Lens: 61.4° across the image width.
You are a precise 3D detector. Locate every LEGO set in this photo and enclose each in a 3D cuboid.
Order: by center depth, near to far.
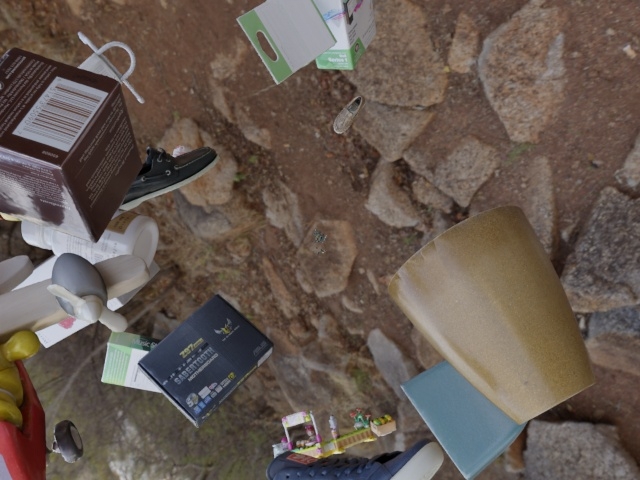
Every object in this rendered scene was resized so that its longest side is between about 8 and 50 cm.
[{"bbox_3d":[0.019,0.421,1.212,0.132,0.287,0.107,47,-156,-73],"label":"LEGO set"},{"bbox_3d":[-0.002,0.002,1.716,0.054,0.023,0.083,-1,86,25],"label":"LEGO set"}]

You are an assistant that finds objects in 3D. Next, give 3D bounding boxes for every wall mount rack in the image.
[{"bbox_3d":[-0.698,-0.449,1.660,0.130,0.350,0.304,41,172,41],"label":"wall mount rack"}]

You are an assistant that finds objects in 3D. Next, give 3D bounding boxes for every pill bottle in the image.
[{"bbox_3d":[-0.454,-0.012,1.067,0.230,0.131,0.131,15,137,5],"label":"pill bottle"}]

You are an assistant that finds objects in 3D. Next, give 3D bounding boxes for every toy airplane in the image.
[{"bbox_3d":[-0.472,0.134,0.711,0.385,0.385,0.272,15,149,5],"label":"toy airplane"}]

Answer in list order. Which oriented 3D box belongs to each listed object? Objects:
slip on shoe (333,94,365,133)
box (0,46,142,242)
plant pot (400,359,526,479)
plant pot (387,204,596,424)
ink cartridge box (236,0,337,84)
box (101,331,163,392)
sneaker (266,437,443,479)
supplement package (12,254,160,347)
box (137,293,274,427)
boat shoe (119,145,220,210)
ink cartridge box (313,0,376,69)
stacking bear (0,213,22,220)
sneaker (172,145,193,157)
[{"bbox_3d":[0.089,-0.392,1.668,0.051,0.135,0.041,44,-171,4],"label":"slip on shoe"},{"bbox_3d":[-0.388,-0.132,0.792,0.167,0.168,0.203,18,149,1],"label":"box"},{"bbox_3d":[0.382,0.399,1.312,0.247,0.252,0.247,54,180,29],"label":"plant pot"},{"bbox_3d":[0.262,0.122,0.779,0.254,0.237,0.237,61,153,25],"label":"plant pot"},{"bbox_3d":[-0.084,-0.488,1.278,0.056,0.235,0.171,-6,123,54],"label":"ink cartridge box"},{"bbox_3d":[-0.515,0.400,1.712,0.058,0.322,0.232,-92,22,-45],"label":"box"},{"bbox_3d":[0.010,0.352,0.778,0.350,0.131,0.148,-41,61,18],"label":"sneaker"},{"bbox_3d":[-0.576,0.100,1.295,0.293,0.175,0.177,-28,107,26],"label":"supplement package"},{"bbox_3d":[-0.245,0.254,1.170,0.183,0.233,0.059,38,150,18],"label":"box"},{"bbox_3d":[-0.421,-0.177,1.349,0.127,0.340,0.113,39,153,60],"label":"boat shoe"},{"bbox_3d":[0.050,-0.634,1.441,0.117,0.201,0.278,11,143,24],"label":"ink cartridge box"},{"bbox_3d":[-0.752,-0.111,1.326,0.175,0.289,0.164,-177,78,-75],"label":"stacking bear"},{"bbox_3d":[-0.404,-0.223,1.499,0.051,0.134,0.070,-1,113,42],"label":"sneaker"}]
